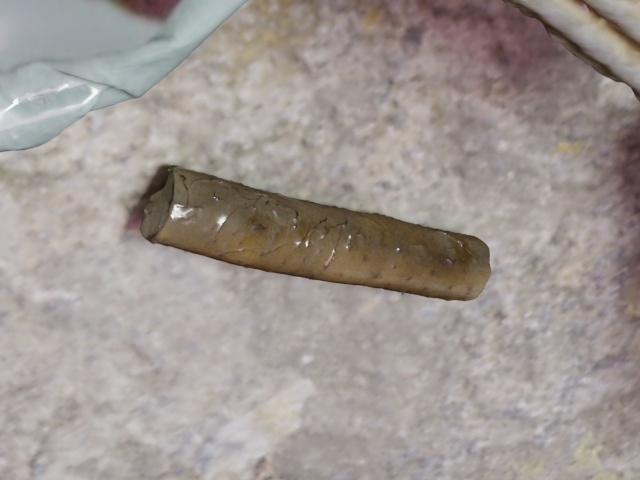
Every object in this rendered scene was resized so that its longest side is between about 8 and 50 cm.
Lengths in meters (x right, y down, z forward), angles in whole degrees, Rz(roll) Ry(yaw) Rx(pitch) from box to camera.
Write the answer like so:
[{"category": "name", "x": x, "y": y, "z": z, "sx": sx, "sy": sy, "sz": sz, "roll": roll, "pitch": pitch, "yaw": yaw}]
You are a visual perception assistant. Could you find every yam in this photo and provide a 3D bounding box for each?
[{"category": "yam", "x": 0.000, "y": 0.000, "z": 0.728, "sx": 0.145, "sy": 0.032, "sz": 0.032, "roll": 11, "pitch": 121, "yaw": -32}]

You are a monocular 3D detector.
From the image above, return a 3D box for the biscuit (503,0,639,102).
[{"category": "biscuit", "x": 0.045, "y": -0.149, "z": 0.465, "sx": 0.078, "sy": 0.144, "sz": 0.426, "roll": -6, "pitch": 156, "yaw": 40}]

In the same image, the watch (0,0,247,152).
[{"category": "watch", "x": -0.131, "y": -0.114, "z": 0.500, "sx": 0.253, "sy": 0.162, "sz": 0.241, "roll": -33, "pitch": 146, "yaw": 15}]
